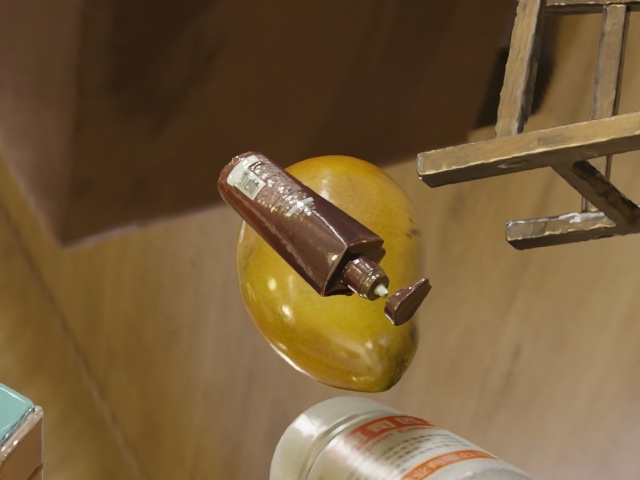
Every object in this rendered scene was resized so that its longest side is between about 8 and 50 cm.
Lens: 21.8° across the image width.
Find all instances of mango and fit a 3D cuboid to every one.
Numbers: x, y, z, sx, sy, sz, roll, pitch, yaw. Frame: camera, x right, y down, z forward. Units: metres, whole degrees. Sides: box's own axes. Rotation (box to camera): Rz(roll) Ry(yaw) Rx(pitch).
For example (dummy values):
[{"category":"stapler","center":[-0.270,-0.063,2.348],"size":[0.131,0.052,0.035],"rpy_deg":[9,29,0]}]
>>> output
[{"category":"mango","center":[0.015,0.036,1.792],"size":[0.317,0.211,0.173],"rpy_deg":[-99,18,-50]}]

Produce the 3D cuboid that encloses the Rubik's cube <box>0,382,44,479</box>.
[{"category":"Rubik's cube","center":[-0.420,0.246,1.604],"size":[0.231,0.224,0.221],"rpy_deg":[28,139,15]}]

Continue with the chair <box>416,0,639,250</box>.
[{"category":"chair","center":[0.309,-0.133,1.225],"size":[0.416,0.203,0.240],"rpy_deg":[-1,70,32]}]

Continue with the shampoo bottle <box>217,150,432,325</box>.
[{"category":"shampoo bottle","center":[0.002,-0.001,1.523],"size":[0.236,0.067,0.068],"rpy_deg":[41,110,33]}]

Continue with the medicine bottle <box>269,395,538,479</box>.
[{"category":"medicine bottle","center":[0.097,0.304,1.839],"size":[0.371,0.211,0.211],"rpy_deg":[-160,58,-66]}]
